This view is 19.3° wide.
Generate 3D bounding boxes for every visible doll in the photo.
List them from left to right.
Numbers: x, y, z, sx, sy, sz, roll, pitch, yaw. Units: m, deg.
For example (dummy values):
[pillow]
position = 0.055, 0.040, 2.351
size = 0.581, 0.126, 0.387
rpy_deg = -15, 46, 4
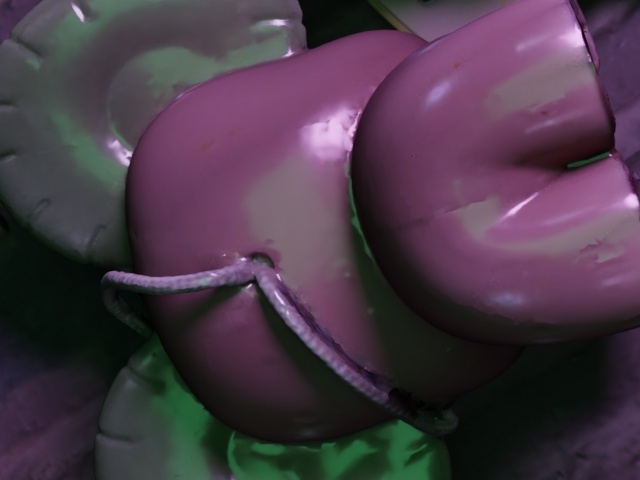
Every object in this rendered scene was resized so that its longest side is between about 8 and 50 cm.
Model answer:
[doll]
position = 0.000, 0.000, 0.783
size = 0.268, 0.216, 0.284
rpy_deg = -21, 90, 9

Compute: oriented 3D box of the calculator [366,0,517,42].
[calculator]
position = 0.057, -0.192, 0.893
size = 0.157, 0.033, 0.236
rpy_deg = -35, 78, 2
